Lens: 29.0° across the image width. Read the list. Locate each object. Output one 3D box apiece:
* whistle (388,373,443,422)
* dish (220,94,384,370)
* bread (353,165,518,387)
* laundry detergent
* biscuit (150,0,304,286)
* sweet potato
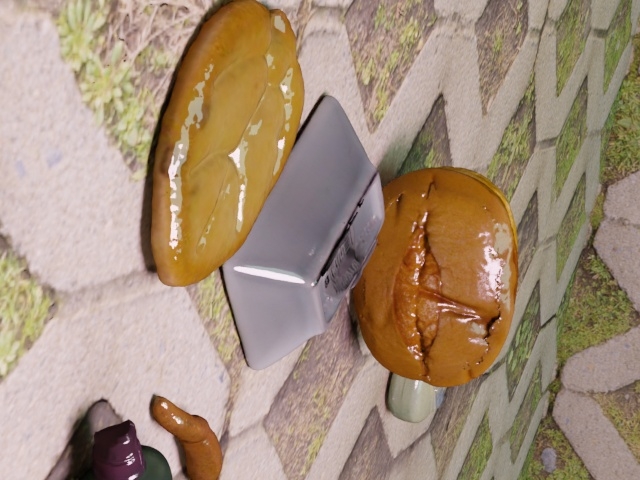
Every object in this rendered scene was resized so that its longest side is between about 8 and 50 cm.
[{"bbox_3d":[0.138,0.167,1.744,0.258,0.067,0.126,81,31,-45],"label":"whistle"},{"bbox_3d":[0.000,0.000,1.240,0.243,0.080,0.182,-60,156,-32],"label":"dish"},{"bbox_3d":[0.142,0.040,1.481,0.142,0.195,0.269,-39,137,-68],"label":"bread"},{"bbox_3d":[-0.164,0.242,0.991,0.144,0.078,0.221,-46,147,-46],"label":"laundry detergent"},{"bbox_3d":[-0.076,-0.078,1.035,0.203,0.041,0.260,65,43,-61],"label":"biscuit"},{"bbox_3d":[-0.115,0.186,1.138,0.179,0.044,0.044,78,34,-54],"label":"sweet potato"}]
